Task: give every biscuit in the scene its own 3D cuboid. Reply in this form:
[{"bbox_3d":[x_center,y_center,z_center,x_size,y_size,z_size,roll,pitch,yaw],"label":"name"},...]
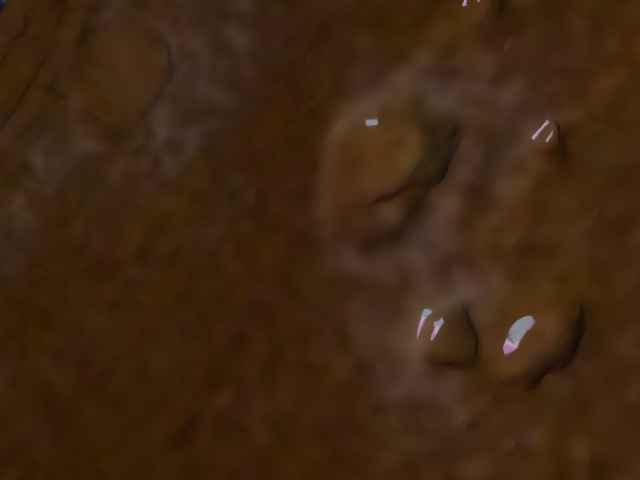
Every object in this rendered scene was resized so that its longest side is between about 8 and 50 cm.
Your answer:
[{"bbox_3d":[0.001,0.001,0.498,0.365,0.062,0.385,25,86,36],"label":"biscuit"}]
